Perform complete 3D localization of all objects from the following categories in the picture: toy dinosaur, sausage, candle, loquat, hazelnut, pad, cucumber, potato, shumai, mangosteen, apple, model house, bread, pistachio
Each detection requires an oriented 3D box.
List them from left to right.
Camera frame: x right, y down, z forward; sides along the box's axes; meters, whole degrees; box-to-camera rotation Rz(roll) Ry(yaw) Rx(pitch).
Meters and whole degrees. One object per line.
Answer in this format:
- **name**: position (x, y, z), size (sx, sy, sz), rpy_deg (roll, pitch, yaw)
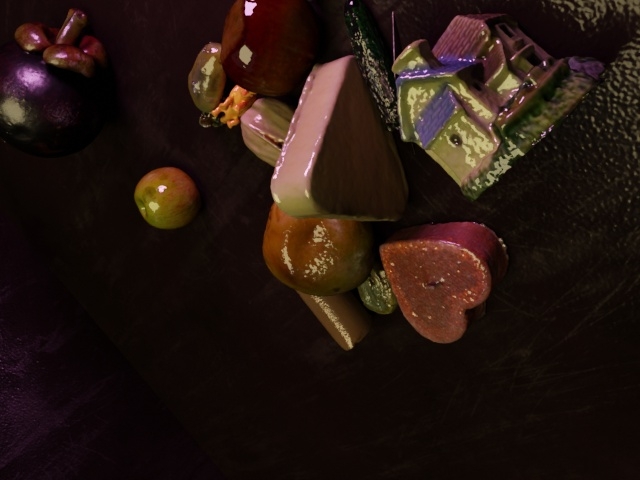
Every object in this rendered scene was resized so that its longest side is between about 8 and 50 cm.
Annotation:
- **mangosteen**: position (-0.789, -0.456, 1.860), size (0.435, 0.382, 0.382), rpy_deg (-42, 88, 17)
- **apple**: position (-0.472, -0.126, 1.929), size (0.196, 0.196, 0.195), rpy_deg (24, 133, 28)
- **potato**: position (-0.281, -0.413, 1.580), size (0.105, 0.085, 0.188), rpy_deg (39, 128, 9)
- **shumai**: position (-0.299, -0.335, 1.687), size (0.082, 0.080, 0.083), rpy_deg (29, 136, 25)
- **toy dinosaur**: position (-0.191, -0.352, 1.551), size (0.070, 0.117, 0.288), rpy_deg (44, 157, -12)
- **hazelnut**: position (-0.103, -0.430, 1.353), size (0.230, 0.229, 0.229), rpy_deg (24, 133, 28)
- **pistachio**: position (-0.083, -0.244, 1.502), size (0.230, 0.157, 0.157), rpy_deg (33, 137, 8)
- **loquat**: position (0.000, 0.000, 1.548), size (0.284, 0.276, 0.275), rpy_deg (11, 130, 8)
- **sausage**: position (0.038, 0.175, 1.706), size (0.252, 0.123, 0.123), rpy_deg (52, 141, 15)
- **cucumber**: position (0.112, -0.370, 1.302), size (0.068, 0.067, 0.293), rpy_deg (-9, 113, 45)
- **bread**: position (0.149, 0.120, 1.638), size (0.118, 0.064, 0.156), rpy_deg (-2, 119, 41)
- **pad**: position (0.159, -0.293, 1.192), size (0.003, 0.158, 0.235), rpy_deg (-6, 151, 15)
- **candle**: position (0.264, 0.077, 1.457), size (0.287, 0.131, 0.316), rpy_deg (39, 137, 17)
- **model house**: position (0.282, -0.260, 1.054), size (0.266, 0.321, 0.261), rpy_deg (45, 133, 9)

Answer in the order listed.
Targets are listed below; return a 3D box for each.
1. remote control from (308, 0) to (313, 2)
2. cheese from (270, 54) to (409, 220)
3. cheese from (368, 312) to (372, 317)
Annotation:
- **remote control**: position (-0.082, -0.600, 1.292), size (0.245, 0.025, 0.063), rpy_deg (49, 137, -3)
- **cheese**: position (0.053, -0.215, 1.338), size (0.104, 0.384, 0.383), rpy_deg (-5, 116, 38)
- **cheese**: position (0.078, 0.201, 1.785), size (0.163, 0.036, 0.086), rpy_deg (12, 128, 37)
